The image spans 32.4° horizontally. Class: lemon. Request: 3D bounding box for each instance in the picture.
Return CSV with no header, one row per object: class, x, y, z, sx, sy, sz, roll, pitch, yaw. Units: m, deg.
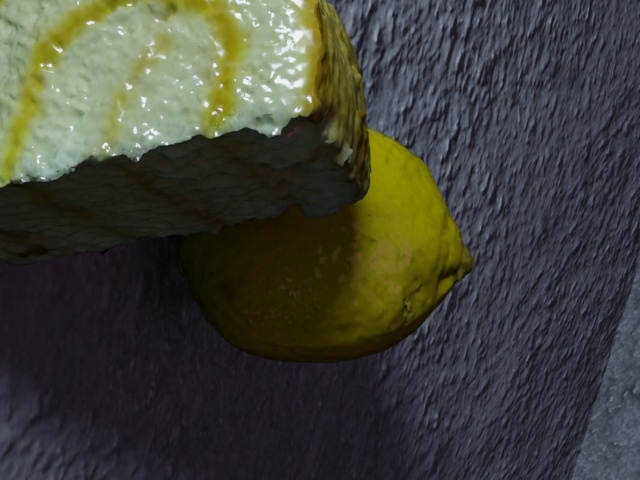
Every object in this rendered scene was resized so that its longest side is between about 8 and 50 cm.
lemon,0.000,0.000,1.178,0.268,0.322,0.268,-6,90,-87

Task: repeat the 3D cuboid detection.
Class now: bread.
bread,-0.167,-0.142,0.920,0.239,0.395,0.264,30,52,-72
